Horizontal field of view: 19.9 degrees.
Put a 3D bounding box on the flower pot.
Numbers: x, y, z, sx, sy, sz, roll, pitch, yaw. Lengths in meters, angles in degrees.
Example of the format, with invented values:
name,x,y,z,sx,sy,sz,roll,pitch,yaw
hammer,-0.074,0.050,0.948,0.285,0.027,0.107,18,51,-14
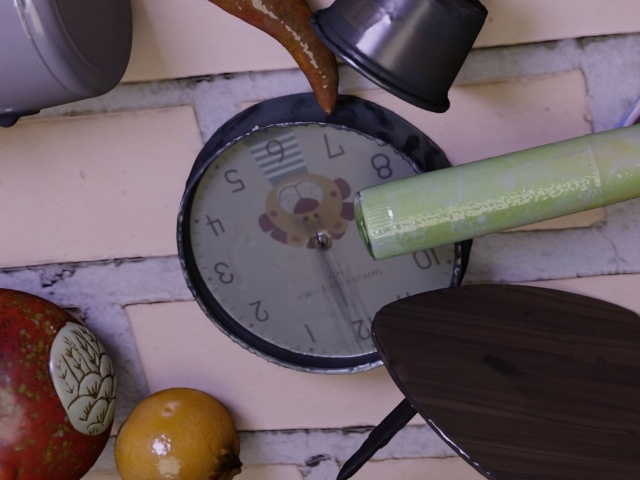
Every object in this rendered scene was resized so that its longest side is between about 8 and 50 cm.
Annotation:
name,x,y,z,sx,sy,sz,roll,pitch,yaw
flower pot,0.083,-0.205,1.706,0.157,0.157,0.107,34,107,-8

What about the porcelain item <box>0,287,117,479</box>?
name,x,y,z,sx,sy,sz,roll,pitch,yaw
porcelain item,-0.345,0.184,1.962,0.253,0.253,0.253,5,120,9

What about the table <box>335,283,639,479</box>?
name,x,y,z,sx,sy,sz,roll,pitch,yaw
table,0.182,0.240,1.834,0.317,0.317,0.249,20,130,0

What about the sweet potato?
name,x,y,z,sx,sy,sz,roll,pitch,yaw
sweet potato,-0.064,-0.230,1.764,0.255,0.058,0.078,40,114,-6

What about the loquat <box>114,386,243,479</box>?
name,x,y,z,sx,sy,sz,roll,pitch,yaw
loquat,-0.156,0.229,2.005,0.141,0.141,0.141,5,120,9

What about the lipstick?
name,x,y,z,sx,sy,sz,roll,pitch,yaw
lipstick,0.183,-0.047,1.758,0.304,0.076,0.076,-12,116,4

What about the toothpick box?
name,x,y,z,sx,sy,sz,roll,pitch,yaw
toothpick box,-0.358,-0.200,1.756,0.316,0.229,0.229,-12,116,19

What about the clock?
name,x,y,z,sx,sy,sz,roll,pitch,yaw
clock,0.000,-0.002,1.881,0.312,0.061,0.313,5,119,9

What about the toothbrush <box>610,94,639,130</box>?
name,x,y,z,sx,sy,sz,roll,pitch,yaw
toothbrush,0.307,-0.133,1.765,0.027,0.021,0.269,36,121,-3
